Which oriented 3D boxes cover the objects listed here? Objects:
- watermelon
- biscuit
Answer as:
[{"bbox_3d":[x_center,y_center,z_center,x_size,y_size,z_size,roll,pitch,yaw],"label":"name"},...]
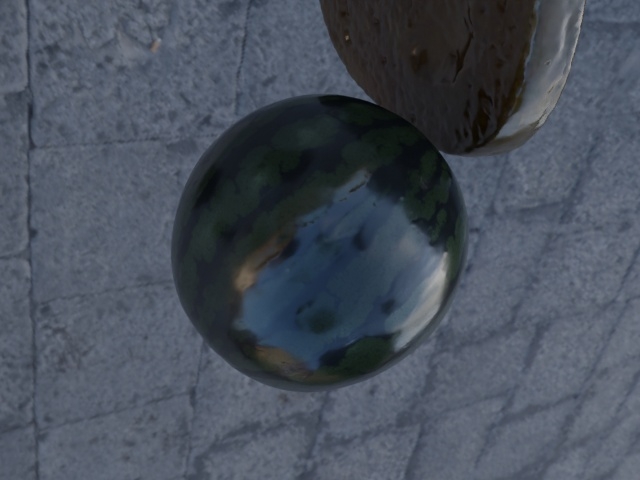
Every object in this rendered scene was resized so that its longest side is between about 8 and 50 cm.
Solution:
[{"bbox_3d":[0.000,0.000,0.552,0.212,0.212,0.212,-20,134,-21],"label":"watermelon"},{"bbox_3d":[0.084,-0.239,0.604,0.063,0.367,0.314,-12,127,-19],"label":"biscuit"}]
